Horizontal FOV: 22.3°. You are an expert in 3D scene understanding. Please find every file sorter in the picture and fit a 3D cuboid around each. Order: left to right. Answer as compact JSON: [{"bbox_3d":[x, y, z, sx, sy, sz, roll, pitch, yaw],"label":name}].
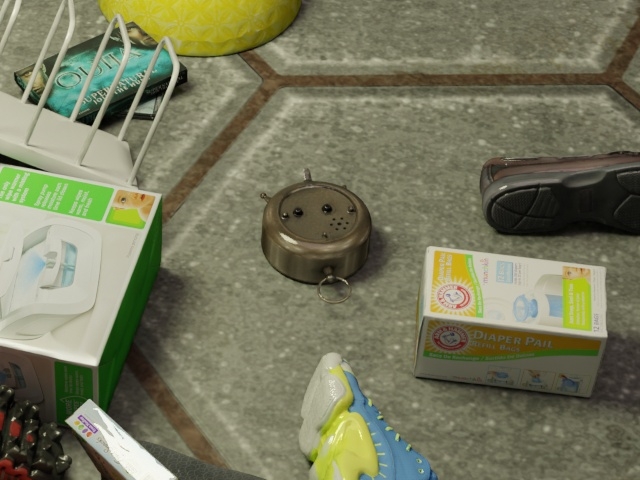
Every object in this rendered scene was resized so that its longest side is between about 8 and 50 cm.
[{"bbox_3d":[-0.319,-0.194,1.881,0.278,0.173,0.193,21,16,-18],"label":"file sorter"}]

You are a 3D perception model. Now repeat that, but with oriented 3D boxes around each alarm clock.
[{"bbox_3d":[0.000,0.000,1.907,0.129,0.064,0.192,-7,49,-12],"label":"alarm clock"}]

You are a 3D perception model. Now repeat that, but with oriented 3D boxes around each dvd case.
[{"bbox_3d":[-0.263,-0.192,2.104,0.119,0.013,0.087,6,45,0],"label":"dvd case"}]

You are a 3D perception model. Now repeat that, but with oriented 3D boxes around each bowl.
[{"bbox_3d":[-0.163,-0.400,2.221,0.290,0.156,0.289,3,45,-3],"label":"bowl"}]

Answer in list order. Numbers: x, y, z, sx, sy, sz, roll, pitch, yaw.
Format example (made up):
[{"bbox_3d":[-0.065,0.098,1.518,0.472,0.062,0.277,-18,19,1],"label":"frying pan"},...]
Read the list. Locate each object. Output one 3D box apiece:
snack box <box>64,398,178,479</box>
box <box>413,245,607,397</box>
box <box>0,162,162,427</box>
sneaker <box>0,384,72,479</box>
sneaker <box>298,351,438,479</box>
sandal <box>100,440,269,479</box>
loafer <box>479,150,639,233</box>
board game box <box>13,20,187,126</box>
[{"bbox_3d":[-0.179,0.227,1.572,0.037,0.100,0.141,-41,53,-18],"label":"snack box"},{"bbox_3d":[0.209,0.090,1.804,0.203,0.103,0.114,7,45,2],"label":"box"},{"bbox_3d":[-0.316,0.057,1.775,0.231,0.126,0.262,12,46,4],"label":"box"},{"bbox_3d":[-0.394,0.198,1.646,0.276,0.135,0.097,24,30,-14],"label":"sneaker"},{"bbox_3d":[0.050,0.224,1.686,0.126,0.091,0.240,15,42,-17],"label":"sneaker"},{"bbox_3d":[-0.107,0.273,1.637,0.254,0.054,0.097,22,40,29],"label":"sandal"},{"bbox_3d":[0.343,-0.073,1.983,0.303,0.109,0.095,-2,41,-4],"label":"loafer"},{"bbox_3d":[-0.283,-0.211,2.092,0.186,0.026,0.126,-29,54,-29],"label":"board game box"}]
